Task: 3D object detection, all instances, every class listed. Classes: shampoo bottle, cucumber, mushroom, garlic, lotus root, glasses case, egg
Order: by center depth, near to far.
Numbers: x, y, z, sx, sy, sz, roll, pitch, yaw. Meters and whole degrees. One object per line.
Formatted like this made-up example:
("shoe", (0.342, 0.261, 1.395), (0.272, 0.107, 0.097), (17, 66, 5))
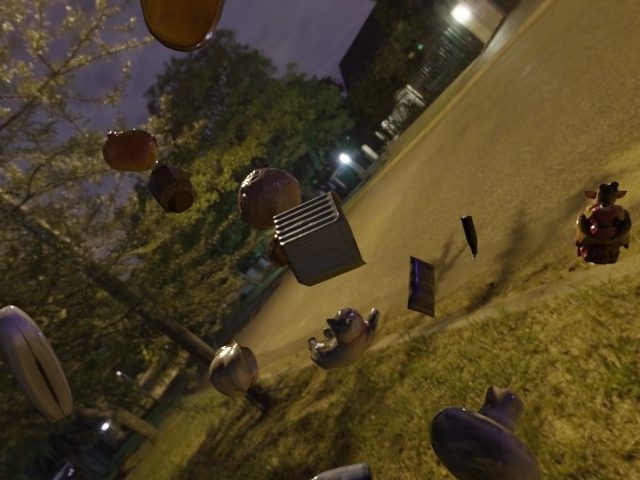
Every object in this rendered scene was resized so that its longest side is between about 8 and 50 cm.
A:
("glasses case", (-0.455, 0.201, 0.644), (0.059, 0.092, 0.233), (-35, -37, -42))
("mushroom", (0.388, 0.453, 0.931), (0.243, 0.244, 0.243), (-51, 6, 7))
("cucumber", (0.530, -0.010, 1.418), (0.043, 0.163, 0.039), (-16, 7, 19))
("lotus root", (-0.102, 0.035, 1.460), (0.193, 0.193, 0.291), (-52, 1, -2))
("shampoo bottle", (0.072, 0.874, 1.472), (0.234, 0.049, 0.087), (-16, 30, 5))
("garlic", (-0.348, 0.522, 1.597), (0.185, 0.203, 0.281), (-23, 0, -32))
("egg", (-0.214, -0.177, 1.720), (0.310, 0.279, 0.279), (-30, -11, -43))

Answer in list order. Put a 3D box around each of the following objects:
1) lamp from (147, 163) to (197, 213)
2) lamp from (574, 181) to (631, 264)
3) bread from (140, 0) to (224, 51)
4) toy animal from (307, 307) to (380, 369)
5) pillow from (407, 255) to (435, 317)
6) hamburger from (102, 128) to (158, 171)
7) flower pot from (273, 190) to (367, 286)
("lamp", (-0.584, -0.203, 1.595), (0.161, 0.185, 0.161), (-25, -38, -21))
("lamp", (0.712, -0.056, 1.020), (0.119, 0.253, 0.118), (-16, 30, 10))
("bread", (-0.326, -0.591, 0.960), (0.142, 0.196, 0.269), (-116, 42, -59))
("toy animal", (0.051, 0.382, 1.592), (0.188, 0.308, 0.266), (21, -107, -58))
("pillow", (0.348, 0.154, 1.378), (0.038, 0.113, 0.203), (-43, 32, 53))
("hamburger", (-0.749, -0.355, 1.599), (0.116, 0.211, 0.172), (112, 162, -75))
("flower pot", (0.000, 0.000, 1.138), (0.190, 0.209, 0.239), (-23, 47, 8))
